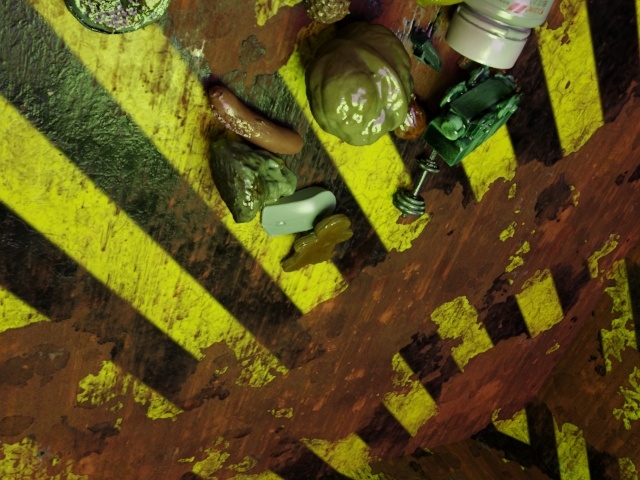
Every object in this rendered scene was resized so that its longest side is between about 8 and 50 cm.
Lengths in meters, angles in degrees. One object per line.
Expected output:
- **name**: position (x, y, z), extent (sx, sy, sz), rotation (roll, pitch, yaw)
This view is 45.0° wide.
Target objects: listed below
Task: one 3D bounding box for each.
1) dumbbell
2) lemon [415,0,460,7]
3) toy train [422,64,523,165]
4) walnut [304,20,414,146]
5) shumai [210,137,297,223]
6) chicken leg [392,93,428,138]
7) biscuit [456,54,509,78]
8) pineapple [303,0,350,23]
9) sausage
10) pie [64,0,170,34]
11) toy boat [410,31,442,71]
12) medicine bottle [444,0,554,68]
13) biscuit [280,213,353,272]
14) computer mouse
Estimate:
- **dumbbell**: position (0.306, -0.182, 2.381), extent (0.110, 0.110, 0.254), rotation (4, 119, -38)
- **lemon**: position (0.288, -0.673, 1.778), extent (0.268, 0.267, 0.267), rotation (-20, 137, -19)
- **toy train**: position (0.431, -0.360, 2.193), extent (0.299, 0.167, 0.238), rotation (-36, 166, -27)
- **walnut**: position (0.095, -0.382, 1.909), extent (0.282, 0.253, 0.276), rotation (-31, 139, -7)
- **shumai**: position (-0.160, -0.172, 1.959), extent (0.204, 0.222, 0.272), rotation (-22, -178, -11)
- **chicken leg**: position (0.212, -0.386, 2.128), extent (0.113, 0.093, 0.304), rotation (-28, 136, 7)
- **biscuit**: position (0.482, -0.529, 2.219), extent (0.183, 0.043, 0.280), rotation (-37, 137, 5)
- **pineapple**: position (0.012, -0.625, 1.720), extent (0.119, 0.130, 0.277), rotation (-34, 140, -23)
- **sausage**: position (-0.166, -0.291, 1.947), extent (0.327, 0.079, 0.087), rotation (25, 81, -48)
- **pie**: position (-0.408, -0.525, 1.572), extent (0.241, 0.054, 0.240), rotation (-18, 137, -18)
- **toy boat**: position (0.293, -0.500, 2.093), extent (0.060, 0.055, 0.141), rotation (-49, 140, 2)
- **medicine bottle**: position (0.463, -0.615, 1.958), extent (0.241, 0.241, 0.301), rotation (-3, 130, -33)
- **biscuit**: position (0.000, 0.000, 2.303), extent (0.197, 0.049, 0.301), rotation (-17, 160, -28)
- **computer mouse**: position (-0.061, -0.078, 2.234), extent (0.231, 0.079, 0.127), rotation (-23, 136, -11)
